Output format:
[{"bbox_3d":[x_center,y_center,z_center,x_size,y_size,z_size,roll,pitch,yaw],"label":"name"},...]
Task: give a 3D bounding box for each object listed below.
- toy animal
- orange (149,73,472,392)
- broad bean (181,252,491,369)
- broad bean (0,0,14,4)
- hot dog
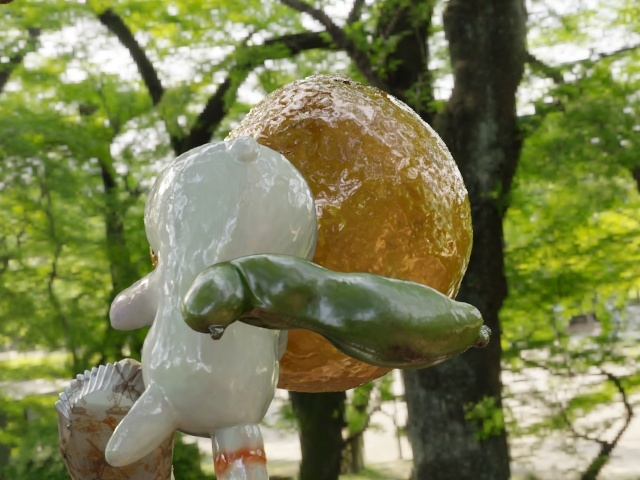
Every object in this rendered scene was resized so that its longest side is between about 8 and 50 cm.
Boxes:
[{"bbox_3d":[-0.080,0.071,0.696,0.141,0.282,0.138,12,-13,-14],"label":"toy animal"},{"bbox_3d":[0.000,0.000,1.021,0.340,0.293,0.340,-45,11,12],"label":"orange"},{"bbox_3d":[0.018,0.043,0.570,0.214,0.048,0.070,7,31,-27],"label":"broad bean"},{"bbox_3d":[-0.391,-0.363,1.166,0.114,0.165,0.084,-11,-24,-37],"label":"broad bean"},{"bbox_3d":[-0.212,0.242,1.052,0.131,0.252,0.069,0,26,7],"label":"hot dog"}]
